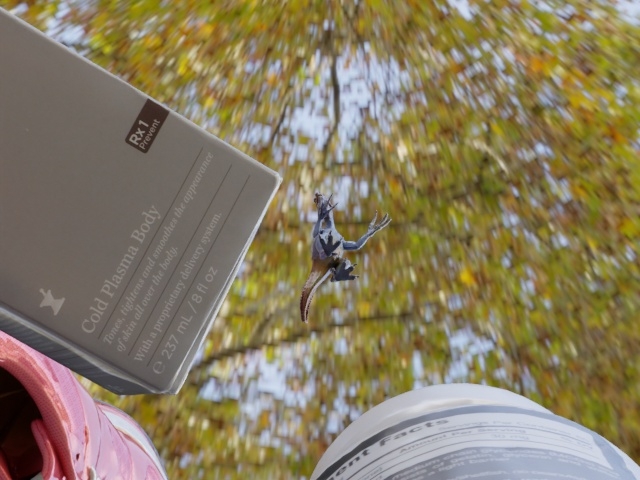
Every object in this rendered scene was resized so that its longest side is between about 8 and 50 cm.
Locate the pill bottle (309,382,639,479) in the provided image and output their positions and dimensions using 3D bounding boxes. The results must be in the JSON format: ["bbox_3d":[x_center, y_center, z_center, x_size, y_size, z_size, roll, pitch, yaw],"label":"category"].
[{"bbox_3d":[0.061,0.146,0.664,0.162,0.278,0.162,0,-80,-2],"label":"pill bottle"}]

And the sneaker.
[{"bbox_3d":[-0.178,0.138,1.196,0.116,0.136,0.314,-30,-56,1],"label":"sneaker"}]

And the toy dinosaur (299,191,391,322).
[{"bbox_3d":[0.000,0.000,1.269,0.090,0.082,0.047,-43,-72,-2],"label":"toy dinosaur"}]

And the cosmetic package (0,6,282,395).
[{"bbox_3d":[-0.156,-0.033,0.926,0.238,0.107,0.127,30,-103,-16],"label":"cosmetic package"}]
